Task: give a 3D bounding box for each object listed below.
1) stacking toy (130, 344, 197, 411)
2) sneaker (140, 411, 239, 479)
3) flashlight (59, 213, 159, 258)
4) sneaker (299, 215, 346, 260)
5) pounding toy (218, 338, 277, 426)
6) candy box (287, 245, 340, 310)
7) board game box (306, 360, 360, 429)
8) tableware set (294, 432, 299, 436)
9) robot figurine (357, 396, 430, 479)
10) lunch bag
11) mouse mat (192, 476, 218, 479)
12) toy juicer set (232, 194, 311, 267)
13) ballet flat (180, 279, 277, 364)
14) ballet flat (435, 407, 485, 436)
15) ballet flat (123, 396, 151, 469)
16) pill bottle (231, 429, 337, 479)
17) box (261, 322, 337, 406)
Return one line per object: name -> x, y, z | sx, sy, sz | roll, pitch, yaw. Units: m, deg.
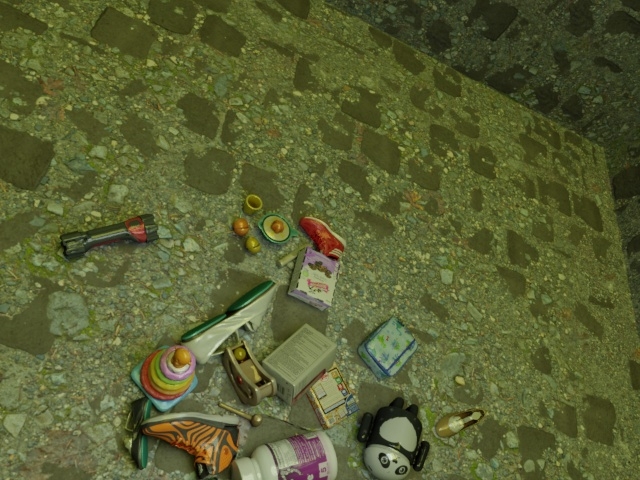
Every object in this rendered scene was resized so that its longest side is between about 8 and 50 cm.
stacking toy -> -0.435, 0.373, 1.624 | 0.175, 0.302, 0.165 | 48, 52, 4
sneaker -> -0.375, 0.609, 1.614 | 0.321, 0.124, 0.180 | 15, 58, -35
flashlight -> -0.704, -0.011, 1.831 | 0.304, 0.103, 0.103 | -18, 107, -30
sneaker -> 0.000, 0.000, 2.197 | 0.221, 0.087, 0.128 | 31, 44, -9
pounding toy -> -0.249, 0.469, 1.765 | 0.154, 0.154, 0.270 | -20, 74, -35
candy box -> -0.022, 0.147, 2.106 | 0.164, 0.070, 0.196 | 29, 54, -23
board game box -> 0.033, 0.549, 1.940 | 0.146, 0.045, 0.194 | -18, 73, -34
tableware set -> -0.065, 0.728, 1.804 | 0.141, 0.020, 0.169 | 39, 54, 0
robot figurine -> 0.255, 0.691, 1.897 | 0.174, 0.209, 0.278 | 62, 42, -36
lunch bag -> 0.268, 0.417, 2.115 | 0.219, 0.090, 0.176 | -36, 86, -36
mouse mat -> -0.390, 0.765, 1.567 | 0.189, 0.007, 0.153 | 3, 94, -25
toy juicer set -> -0.188, -0.019, 2.106 | 0.329, 0.089, 0.209 | 37, 48, -9
ballet flat -> -0.292, 0.285, 1.878 | 0.400, 0.139, 0.139 | -33, 82, -33
ballet flat -> 0.546, 0.696, 2.116 | 0.232, 0.073, 0.080 | -11, 69, -32
ballet flat -> -0.542, 0.569, 1.612 | 0.074, 0.074, 0.203 | 8, 66, -24
pill bottle -> -0.113, 0.702, 1.679 | 0.301, 0.169, 0.169 | -6, 67, -26
box -> -0.074, 0.422, 1.869 | 0.148, 0.127, 0.232 | 31, 45, 26
